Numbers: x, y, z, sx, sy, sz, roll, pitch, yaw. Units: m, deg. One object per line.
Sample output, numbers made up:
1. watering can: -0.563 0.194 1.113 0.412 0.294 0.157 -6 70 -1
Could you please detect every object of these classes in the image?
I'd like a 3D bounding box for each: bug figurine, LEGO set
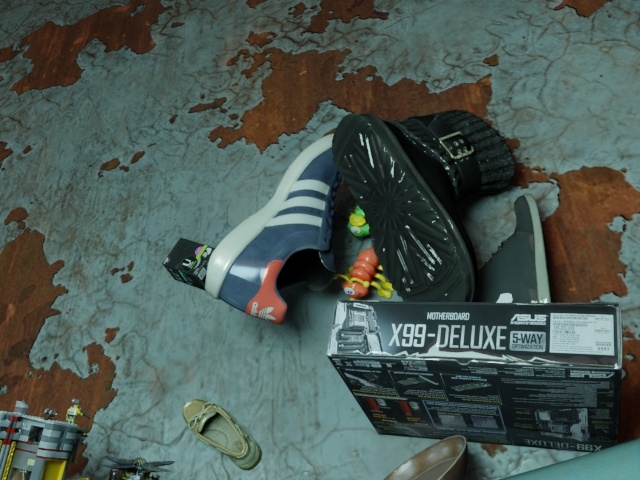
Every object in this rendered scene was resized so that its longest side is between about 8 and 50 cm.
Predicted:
1. bug figurine: 0.000 0.000 1.129 0.278 0.072 0.216 8 58 27
2. LEGO set: -0.274 0.311 0.884 0.331 0.255 0.192 0 71 31

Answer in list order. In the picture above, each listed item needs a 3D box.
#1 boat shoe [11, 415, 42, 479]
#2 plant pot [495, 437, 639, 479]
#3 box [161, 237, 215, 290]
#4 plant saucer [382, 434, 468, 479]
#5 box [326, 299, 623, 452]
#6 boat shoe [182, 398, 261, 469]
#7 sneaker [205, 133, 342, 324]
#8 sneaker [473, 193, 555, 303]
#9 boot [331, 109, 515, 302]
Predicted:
1. boat shoe: -0.442 0.339 1.050 0.066 0.066 0.183 -34 49 -7
2. plant pot: 0.251 0.334 0.603 0.334 0.341 0.341 -21 48 27
3. box: -0.218 0.041 1.198 0.083 0.052 0.062 16 60 32
4. plant saucer: 0.112 0.294 0.821 0.168 0.168 0.029 -35 83 -7
5. box: 0.189 0.164 0.816 0.307 0.242 0.077 -2 54 22
6. boat shoe: -0.150 0.271 0.996 0.153 0.048 0.056 32 70 37
7. sneaker: -0.016 -0.016 1.035 0.148 0.131 0.350 32 60 10
8. sneaker: 0.265 0.027 0.995 0.118 0.083 0.222 -10 48 21
9. boot: 0.194 -0.059 1.024 0.260 0.131 0.348 -5 62 -37
